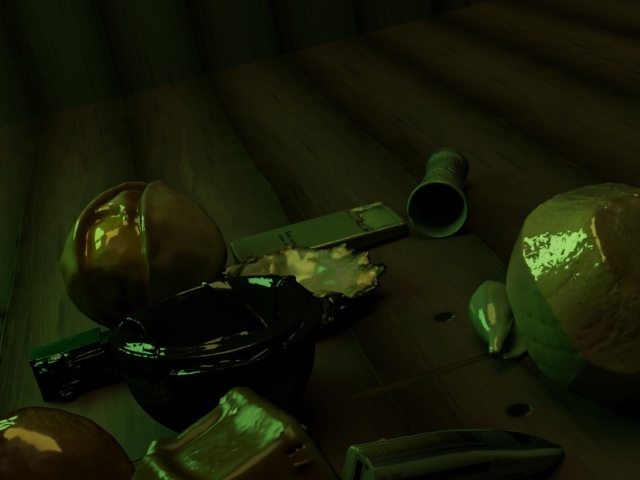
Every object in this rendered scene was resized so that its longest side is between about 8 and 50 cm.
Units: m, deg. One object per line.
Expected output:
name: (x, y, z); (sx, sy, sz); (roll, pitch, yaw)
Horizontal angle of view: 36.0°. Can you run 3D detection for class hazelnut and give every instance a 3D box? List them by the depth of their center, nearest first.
hazelnut: (-0.285, 0.251, 0.998); (0.182, 0.182, 0.182); (-11, 23, 5)

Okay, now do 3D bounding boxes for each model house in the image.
model house: (-0.101, 0.267, 0.897); (0.239, 0.173, 0.268); (-31, 15, -20)

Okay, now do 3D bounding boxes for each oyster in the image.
oyster: (-0.042, 0.074, 1.391); (0.260, 0.092, 0.198); (-20, 25, -36)

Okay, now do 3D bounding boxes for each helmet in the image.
helmet: (-0.107, 0.147, 1.151); (0.231, 0.160, 0.279); (-24, 24, -36)

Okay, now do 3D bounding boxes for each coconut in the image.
coconut: (0.330, 0.057, 1.073); (0.259, 0.259, 0.259); (-11, 23, 5)

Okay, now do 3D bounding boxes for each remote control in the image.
remote control: (0.000, 0.000, 1.608); (0.285, 0.038, 0.123); (-16, 24, -13)

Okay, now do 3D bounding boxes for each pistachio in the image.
pistachio: (-0.251, 0.021, 1.436); (0.230, 0.229, 0.309); (-9, -4, 10)

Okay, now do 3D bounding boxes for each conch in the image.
conch: (0.226, 0.098, 1.236); (0.065, 0.088, 0.180); (-51, 16, 26)

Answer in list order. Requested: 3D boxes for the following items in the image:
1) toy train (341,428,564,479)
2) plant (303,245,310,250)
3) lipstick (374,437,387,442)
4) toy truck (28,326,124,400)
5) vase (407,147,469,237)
toy train: (0.140, 0.204, 0.941); (0.252, 0.048, 0.055); (-3, 18, -31)
plant: (-0.009, 0.033, 1.515); (0.102, 0.051, 0.051); (-1, 23, 1)
lipstick: (0.093, 0.246, 0.965); (0.045, 0.045, 0.145); (-22, 24, -27)
toy truck: (-0.317, 0.165, 1.348); (0.147, 0.065, 0.079); (-17, 20, -7)
vase: (0.203, -0.088, 1.635); (0.096, 0.096, 0.219); (-7, 21, 15)
